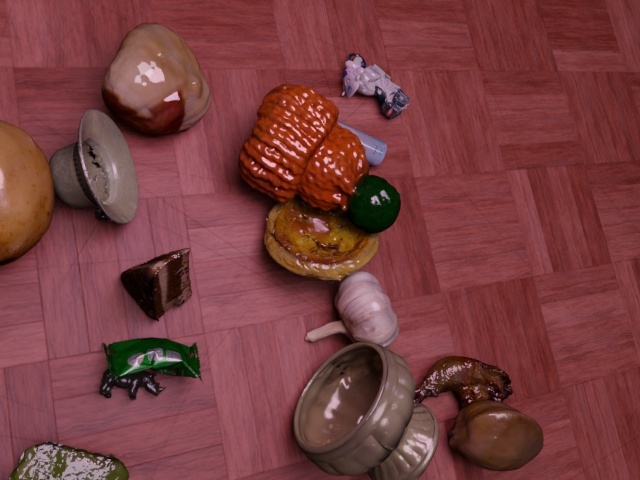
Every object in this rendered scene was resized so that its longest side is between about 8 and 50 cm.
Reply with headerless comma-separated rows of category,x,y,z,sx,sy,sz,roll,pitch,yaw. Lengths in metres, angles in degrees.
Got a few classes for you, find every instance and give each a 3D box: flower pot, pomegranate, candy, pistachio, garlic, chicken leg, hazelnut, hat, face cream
flower pot,0.115,0.406,1.416,0.244,0.307,0.307,44,63,-25
pomegranate,-0.647,-0.083,1.197,0.307,0.307,0.307,6,74,-22
candy,-0.353,0.247,1.328,0.203,0.141,0.078,7,92,-24
pistachio,0.460,0.496,1.574,0.260,0.213,0.163,21,49,-26
garlic,0.064,0.190,1.512,0.226,0.199,0.199,-23,86,-1
chicken leg,0.361,0.387,1.631,0.322,0.083,0.177,18,88,-21
hazelnut,-0.389,-0.368,1.438,0.261,0.241,0.261,4,85,-50
hat,0.023,-0.197,1.476,0.400,0.285,0.285,22,67,7
face cream,0.063,-0.273,1.674,0.229,0.075,0.075,21,69,-17
hat,-0.507,-0.145,1.348,0.130,0.257,0.257,-13,80,8

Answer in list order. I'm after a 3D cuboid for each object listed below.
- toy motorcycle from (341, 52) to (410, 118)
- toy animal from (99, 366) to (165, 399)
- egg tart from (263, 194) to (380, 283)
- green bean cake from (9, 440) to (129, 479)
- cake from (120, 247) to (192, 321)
toy motorcycle,0.147,-0.421,1.738,0.221,0.102,0.150,37,53,-10
toy animal,-0.399,0.307,1.336,0.135,0.047,0.065,10,64,-15
egg tart,0.000,0.000,1.528,0.290,0.115,0.290,6,45,-6
green bean cake,-0.498,0.503,1.205,0.214,0.113,0.200,22,72,-17
cake,-0.354,0.060,1.321,0.135,0.246,0.112,44,63,14
